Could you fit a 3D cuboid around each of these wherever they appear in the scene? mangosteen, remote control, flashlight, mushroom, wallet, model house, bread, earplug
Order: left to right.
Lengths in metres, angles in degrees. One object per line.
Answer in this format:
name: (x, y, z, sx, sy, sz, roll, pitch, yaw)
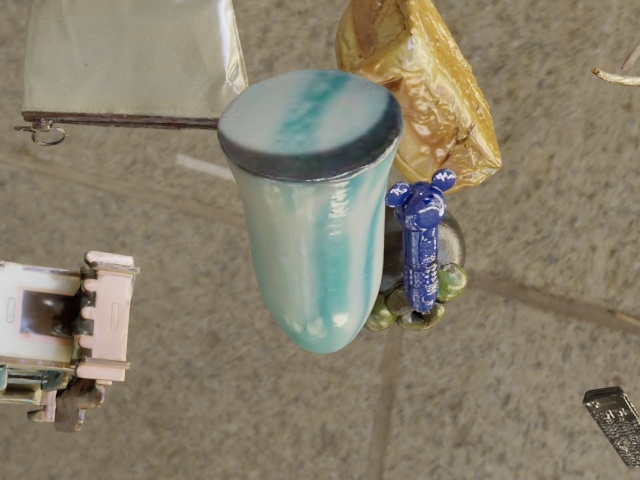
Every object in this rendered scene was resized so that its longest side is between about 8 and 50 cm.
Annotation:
model house: (-0.354, 0.099, 1.168, 0.326, 0.244, 0.169, -17, 65, 59)
wallet: (-0.267, -0.272, 1.619, 0.335, 0.068, 0.275, 0, 90, -1)
earplug: (0.000, 0.000, 1.234, 0.185, 0.185, 0.324, 13, 135, 19)
mangosteen: (0.140, 0.039, 1.932, 0.242, 0.243, 0.243, 6, 107, 21)
bread: (0.128, -0.192, 1.496, 0.132, 0.167, 0.294, -15, 141, 28)
flashlight: (0.073, 0.000, 0.851, 0.035, 0.057, 0.121, -128, 26, -47)
remote control: (0.434, 0.268, 1.625, 0.063, 0.025, 0.245, -12, 143, 24)
mushroom: (0.369, -0.148, 1.191, 0.026, 0.286, 0.028, 2, 89, 51)

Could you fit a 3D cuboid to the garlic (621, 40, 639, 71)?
garlic: (0.264, -0.030, 0.514, 0.164, 0.145, 0.245, -32, 104, 16)
